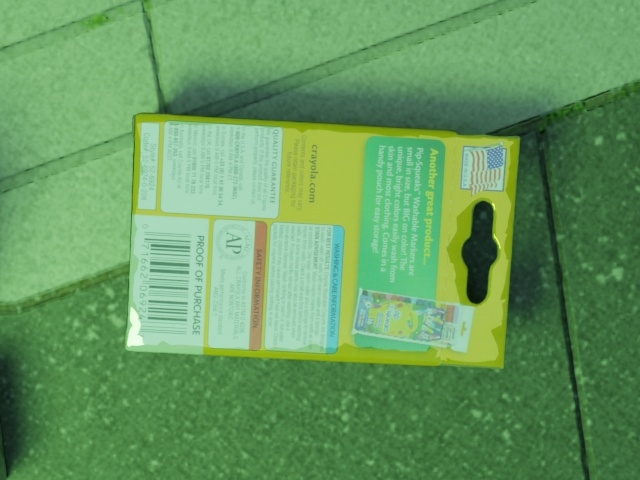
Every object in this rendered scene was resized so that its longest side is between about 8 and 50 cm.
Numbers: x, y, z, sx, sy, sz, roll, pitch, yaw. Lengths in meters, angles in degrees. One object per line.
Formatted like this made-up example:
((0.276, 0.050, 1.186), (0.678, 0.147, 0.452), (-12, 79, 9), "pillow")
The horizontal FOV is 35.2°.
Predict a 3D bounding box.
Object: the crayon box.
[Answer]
((0.000, 0.000, 0.881), (0.323, 0.083, 0.203), (3, 95, 0), "crayon box")

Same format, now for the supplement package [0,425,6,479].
((-0.382, 0.184, 0.881), (0.179, 0.105, 0.105), (-5, 95, 0), "supplement package")
